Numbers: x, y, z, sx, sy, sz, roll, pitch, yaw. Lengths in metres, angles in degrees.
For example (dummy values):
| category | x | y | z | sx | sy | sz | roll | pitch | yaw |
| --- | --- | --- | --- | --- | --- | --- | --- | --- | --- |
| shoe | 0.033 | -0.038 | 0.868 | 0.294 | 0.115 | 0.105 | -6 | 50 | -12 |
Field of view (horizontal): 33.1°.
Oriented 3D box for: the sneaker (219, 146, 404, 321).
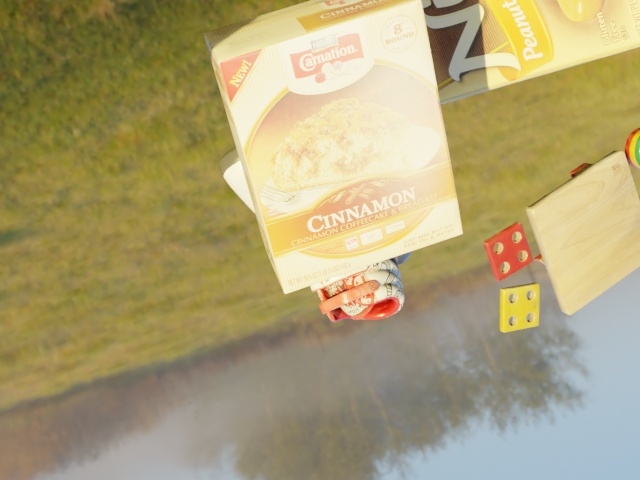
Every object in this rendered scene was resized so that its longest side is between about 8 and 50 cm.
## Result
| category | x | y | z | sx | sy | sz | roll | pitch | yaw |
| --- | --- | --- | --- | --- | --- | --- | --- | --- | --- |
| sneaker | 0.001 | 0.000 | 1.174 | 0.090 | 0.145 | 0.270 | -26 | 146 | 29 |

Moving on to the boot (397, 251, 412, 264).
| category | x | y | z | sx | sy | sz | roll | pitch | yaw |
| --- | --- | --- | --- | --- | --- | --- | --- | --- | --- |
| boot | 0.080 | -0.082 | 1.378 | 0.073 | 0.197 | 0.152 | -25 | 155 | -30 |

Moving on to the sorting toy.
| category | x | y | z | sx | sy | sz | roll | pitch | yaw |
| --- | --- | --- | --- | --- | --- | --- | --- | --- | --- |
| sorting toy | 0.276 | -0.007 | 1.162 | 0.274 | 0.132 | 0.046 | -32 | -157 | -19 |

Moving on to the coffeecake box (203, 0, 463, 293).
| category | x | y | z | sx | sy | sz | roll | pitch | yaw |
| --- | --- | --- | --- | --- | --- | --- | --- | --- | --- |
| coffeecake box | 0.012 | -0.074 | 0.768 | 0.142 | 0.186 | 0.068 | -18 | -150 | -6 |

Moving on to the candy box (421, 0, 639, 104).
| category | x | y | z | sx | sy | sz | roll | pitch | yaw |
| --- | --- | --- | --- | --- | --- | --- | --- | --- | --- |
| candy box | 0.163 | -0.228 | 0.923 | 0.087 | 0.183 | 0.316 | -19 | -174 | -35 |
